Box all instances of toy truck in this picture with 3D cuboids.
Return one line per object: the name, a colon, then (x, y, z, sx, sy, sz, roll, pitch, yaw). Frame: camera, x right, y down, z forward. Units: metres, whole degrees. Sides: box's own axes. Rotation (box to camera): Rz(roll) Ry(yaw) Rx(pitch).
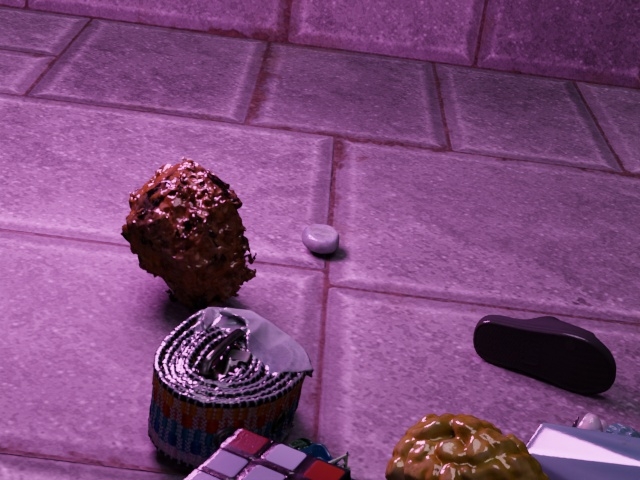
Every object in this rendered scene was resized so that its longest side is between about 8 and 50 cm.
toy truck: (-0.004, 0.307, 1.526, 0.080, 0.078, 0.154, -16, 33, -42)

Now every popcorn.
popcorn: (0.189, 0.323, 1.414, 0.235, 0.181, 0.217, 39, -11, 1)

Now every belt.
belt: (-0.130, 0.208, 1.614, 0.207, 0.150, 0.257, 22, 29, 17)

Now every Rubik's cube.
Rubik's cube: (-0.074, 0.344, 1.328, 0.162, 0.160, 0.163, 19, 28, 21)

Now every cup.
cup: (0.384, 0.322, 1.498, 0.148, 0.134, 0.236, -15, 14, -39)

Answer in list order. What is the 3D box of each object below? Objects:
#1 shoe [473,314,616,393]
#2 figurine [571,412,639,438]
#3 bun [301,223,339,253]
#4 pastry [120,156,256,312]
shoe: (0.380, 0.171, 1.892, 0.241, 0.108, 0.093, 14, 29, 21)
figurine: (0.466, 0.318, 1.588, 0.246, 0.110, 0.138, 22, -6, 38)
bun: (0.000, 0.000, 2.215, 0.083, 0.045, 0.083, 6, 28, -3)
pastry: (-0.234, -0.003, 1.929, 0.193, 0.274, 0.275, -20, 36, -31)
